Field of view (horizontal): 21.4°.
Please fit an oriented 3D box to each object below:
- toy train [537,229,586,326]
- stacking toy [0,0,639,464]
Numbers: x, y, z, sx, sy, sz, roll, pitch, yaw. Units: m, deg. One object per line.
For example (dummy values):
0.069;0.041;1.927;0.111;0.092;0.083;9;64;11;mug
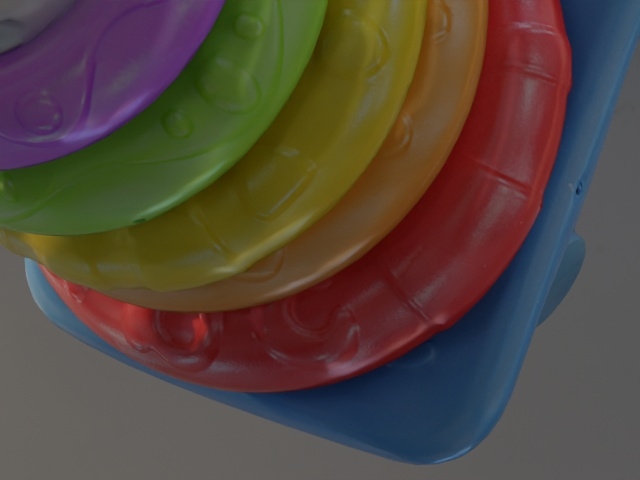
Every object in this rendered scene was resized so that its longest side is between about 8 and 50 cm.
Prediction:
0.000;0.000;0.725;0.143;0.248;0.105;31;-65;29;toy train
-0.049;-0.057;0.362;0.165;0.302;0.175;19;-91;23;stacking toy
